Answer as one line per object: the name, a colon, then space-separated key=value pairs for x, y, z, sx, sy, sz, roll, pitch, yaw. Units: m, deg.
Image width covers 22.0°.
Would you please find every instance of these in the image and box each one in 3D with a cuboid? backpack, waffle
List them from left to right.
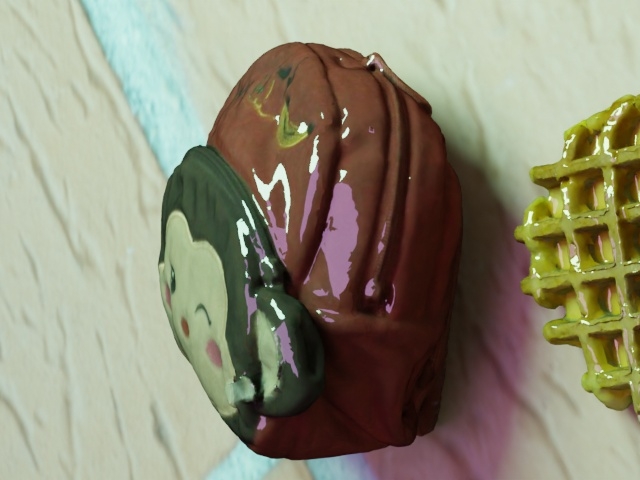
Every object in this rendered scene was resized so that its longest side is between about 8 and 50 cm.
backpack: x=-0.002 y=0.000 z=0.886 sx=0.229 sy=0.139 sz=0.229 roll=-177 pitch=90 yaw=-65
waffle: x=0.170 y=0.004 z=0.768 sx=0.191 sy=0.038 sz=0.191 roll=1 pitch=92 yaw=46
